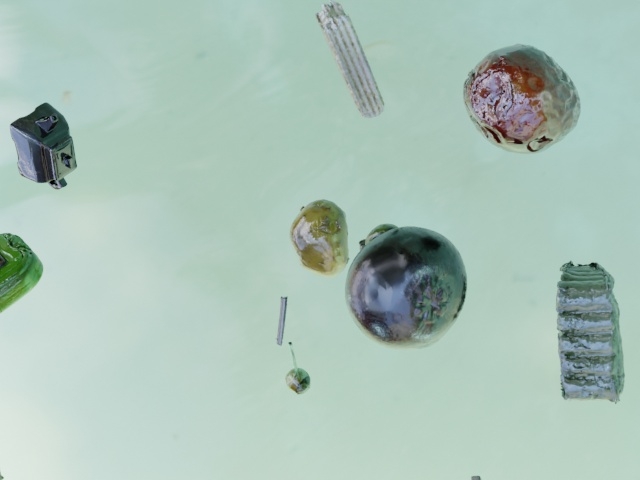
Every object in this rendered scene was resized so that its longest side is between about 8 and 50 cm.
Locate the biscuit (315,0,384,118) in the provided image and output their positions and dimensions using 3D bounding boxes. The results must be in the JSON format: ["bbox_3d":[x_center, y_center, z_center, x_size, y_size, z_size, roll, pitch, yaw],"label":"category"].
[{"bbox_3d":[0.061,-0.370,1.872,0.108,0.061,0.239,-111,-4,-58],"label":"biscuit"}]

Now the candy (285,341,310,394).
[{"bbox_3d":[-0.056,0.277,2.007,0.061,0.061,0.202,37,155,27],"label":"candy"}]

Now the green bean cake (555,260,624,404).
[{"bbox_3d":[0.531,0.175,1.806,0.132,0.241,0.255,-3,95,17],"label":"green bean cake"}]

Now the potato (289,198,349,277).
[{"bbox_3d":[0.000,0.000,1.965,0.137,0.137,0.176,8,112,41],"label":"potato"}]

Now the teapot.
[{"bbox_3d":[-0.462,-0.154,1.567,0.096,0.087,0.177,30,140,19],"label":"teapot"}]

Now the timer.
[{"bbox_3d":[-0.451,0.048,1.245,0.140,0.128,0.047,32,156,48],"label":"timer"}]

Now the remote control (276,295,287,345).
[{"bbox_3d":[-0.072,0.147,1.675,0.016,0.034,0.091,7,89,-2],"label":"remote control"}]

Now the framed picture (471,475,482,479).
[{"bbox_3d":[0.349,0.650,1.826,0.022,0.247,0.335,-8,144,20],"label":"framed picture"}]

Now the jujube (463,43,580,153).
[{"bbox_3d":[0.336,-0.231,1.496,0.183,0.243,0.183,3,95,32],"label":"jujube"}]

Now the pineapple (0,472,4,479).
[{"bbox_3d":[-0.365,0.306,0.956,0.111,0.119,0.237,-27,85,33],"label":"pineapple"}]

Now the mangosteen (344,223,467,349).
[{"bbox_3d":[0.136,0.080,1.551,0.216,0.216,0.216,17,116,38],"label":"mangosteen"}]
